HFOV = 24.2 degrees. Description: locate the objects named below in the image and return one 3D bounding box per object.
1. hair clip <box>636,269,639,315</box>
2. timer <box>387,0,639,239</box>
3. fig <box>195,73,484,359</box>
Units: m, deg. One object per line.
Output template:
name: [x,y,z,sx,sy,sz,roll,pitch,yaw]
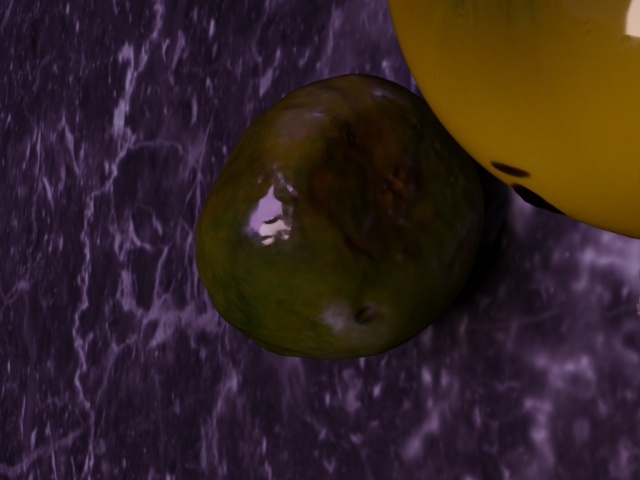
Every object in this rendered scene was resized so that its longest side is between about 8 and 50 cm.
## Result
hair clip: [0.195,0.041,0.675,0.146,0.056,0.187,-162,75,-64]
timer: [0.110,-0.130,0.525,0.285,0.285,0.285,-9,79,57]
fig: [0.008,0.007,0.888,0.233,0.167,0.167,99,156,-54]
